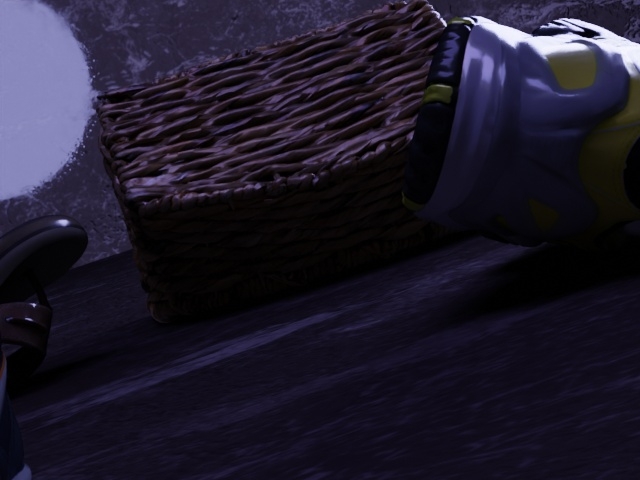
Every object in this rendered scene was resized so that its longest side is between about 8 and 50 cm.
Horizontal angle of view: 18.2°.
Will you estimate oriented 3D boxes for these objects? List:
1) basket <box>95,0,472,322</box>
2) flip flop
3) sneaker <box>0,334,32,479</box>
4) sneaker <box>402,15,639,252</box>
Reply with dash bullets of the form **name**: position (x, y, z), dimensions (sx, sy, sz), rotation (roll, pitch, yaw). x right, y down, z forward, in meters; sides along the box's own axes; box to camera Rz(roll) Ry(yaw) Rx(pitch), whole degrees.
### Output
- **basket**: position (-0.002, -0.021, 1.578), dimensions (0.299, 0.223, 0.213), rotation (-18, 37, -8)
- **flip flop**: position (-0.234, 0.073, 1.359), dimensions (0.112, 0.080, 0.277), rotation (-48, 2, 32)
- **sneaker**: position (-0.159, 0.074, 0.625), dimensions (0.126, 0.127, 0.321), rotation (-16, 5, -5)
- **sneaker**: position (0.165, -0.046, 1.144), dimensions (0.147, 0.145, 0.385), rotation (16, 12, 17)
